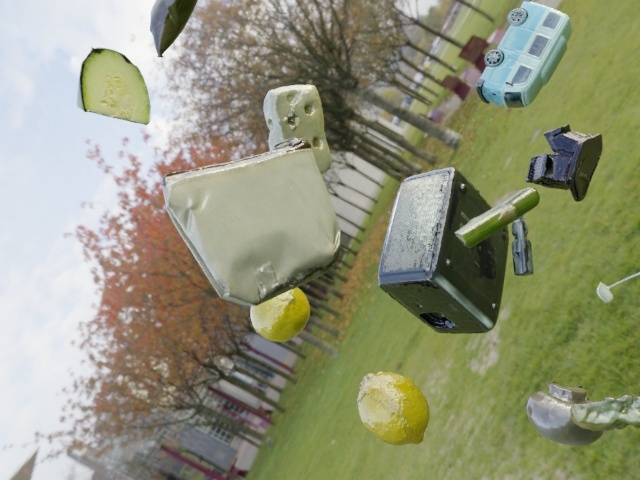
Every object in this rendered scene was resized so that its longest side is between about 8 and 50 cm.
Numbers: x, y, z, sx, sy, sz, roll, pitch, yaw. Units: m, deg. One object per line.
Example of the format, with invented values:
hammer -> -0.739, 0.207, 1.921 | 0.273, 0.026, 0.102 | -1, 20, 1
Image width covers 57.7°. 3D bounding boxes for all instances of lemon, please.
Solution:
lemon -> 0.223, 0.514, 1.787 | 0.204, 0.260, 0.204 | -35, -29, -23
lemon -> -0.120, 0.213, 1.752 | 0.178, 0.178, 0.203 | -61, 5, -39

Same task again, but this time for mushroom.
mushroom -> 0.610, 0.435, 1.415 | 0.117, 0.188, 0.141 | -117, 37, -79

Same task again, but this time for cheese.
cheese -> -0.060, -0.285, 1.569 | 0.093, 0.159, 0.262 | -166, 65, -72

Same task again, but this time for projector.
projector -> 0.405, 0.036, 1.828 | 0.242, 0.395, 0.405 | -11, 52, 44

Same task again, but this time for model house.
model house -> 0.713, -0.237, 1.710 | 0.164, 0.141, 0.203 | 29, 101, 50

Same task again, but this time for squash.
squash -> -0.522, -0.371, 1.426 | 0.192, 0.085, 0.184 | 6, -107, -52

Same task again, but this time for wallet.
wallet -> -0.099, -0.041, 1.032 | 0.335, 0.274, 0.068 | -22, -5, -37

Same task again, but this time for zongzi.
zongzi -> -0.445, -0.705, 1.780 | 0.221, 0.112, 0.242 | -43, 38, 34

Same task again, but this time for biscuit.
biscuit -> 0.451, 0.195, 0.693 | 0.274, 0.187, 0.036 | -20, 64, 28

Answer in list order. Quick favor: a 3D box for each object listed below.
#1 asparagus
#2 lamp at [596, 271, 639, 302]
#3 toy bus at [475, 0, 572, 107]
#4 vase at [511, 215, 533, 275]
asparagus -> 0.434, -0.053, 1.432 | 0.278, 0.060, 0.067 | -28, 25, -21
lamp -> 0.742, 0.079, 1.347 | 0.198, 0.050, 0.056 | -39, -6, 32
toy bus -> 0.555, -0.492, 1.574 | 0.271, 0.165, 0.133 | -61, -28, 2
vase -> 0.631, 0.004, 1.824 | 0.060, 0.060, 0.211 | 114, 155, -79
